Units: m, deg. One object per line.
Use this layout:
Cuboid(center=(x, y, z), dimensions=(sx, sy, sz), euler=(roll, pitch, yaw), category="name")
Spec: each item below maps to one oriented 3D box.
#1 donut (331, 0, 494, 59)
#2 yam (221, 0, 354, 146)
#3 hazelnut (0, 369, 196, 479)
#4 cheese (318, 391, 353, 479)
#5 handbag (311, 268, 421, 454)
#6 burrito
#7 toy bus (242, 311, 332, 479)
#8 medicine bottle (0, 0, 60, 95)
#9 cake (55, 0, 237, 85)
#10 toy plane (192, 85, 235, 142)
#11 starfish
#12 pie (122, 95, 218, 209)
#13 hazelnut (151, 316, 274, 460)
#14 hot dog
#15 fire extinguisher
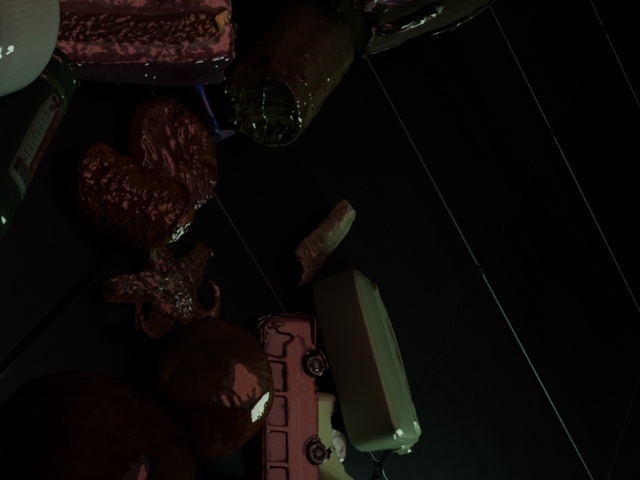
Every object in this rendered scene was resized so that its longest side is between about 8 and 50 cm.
Cuboid(center=(0.146, -0.374, 1.843), dimensions=(0.345, 0.259, 0.136), euler=(36, 31, -87), category="donut")
Cuboid(center=(-0.041, -0.221, 1.731), dimensions=(0.129, 0.128, 0.238), euler=(29, 37, -2), category="yam")
Cuboid(center=(-0.224, 0.229, 1.199), dimensions=(0.218, 0.218, 0.234), euler=(52, 39, -29), category="hazelnut")
Cuboid(center=(-0.046, 0.228, 1.594), dimensions=(0.235, 0.049, 0.127), euler=(26, 56, -39), category="cheese")
Cuboid(center=(0.071, 0.164, 1.764), dimensions=(0.219, 0.079, 0.256), euler=(25, 49, -69), category="handbag")
Cuboid(center=(0.002, 0.001, 1.765), dimensions=(0.171, 0.042, 0.051), euler=(-45, 143, -48), category="burrito")
Cuboid(center=(-0.045, 0.198, 1.526), dimensions=(0.096, 0.073, 0.235), euler=(9, 67, -30), category="toy bus")
Cuboid(center=(-0.412, -0.183, 1.103), dimensions=(0.371, 0.211, 0.211), euler=(-29, 100, -56), category="medicine bottle")
Cuboid(center=(-0.215, -0.243, 1.480), dimensions=(0.295, 0.113, 0.116), euler=(-4, 75, -36), category="cake")
Cuboid(center=(-0.155, -0.203, 1.630), dimensions=(0.062, 0.054, 0.167), euler=(-63, 131, -79), category="toy plane")
Cuboid(center=(-0.176, 0.051, 1.498), dimensions=(0.150, 0.053, 0.210), euler=(69, 28, -18), category="starfish")
Cuboid(center=(-0.177, -0.104, 1.562), dimensions=(0.154, 0.036, 0.154), euler=(30, 53, -48), category="pie")
Cuboid(center=(-0.116, 0.164, 1.450), dimensions=(0.143, 0.143, 0.154), euler=(39, 35, -40), category="hazelnut")
Cuboid(center=(-0.210, -0.049, 1.444), dimensions=(0.147, 0.065, 0.099), euler=(27, 48, -13), category="hot dog")
Cuboid(center=(-0.325, -0.070, 1.284), dimensions=(0.093, 0.118, 0.294), euler=(22, 51, -8), category="fire extinguisher")
